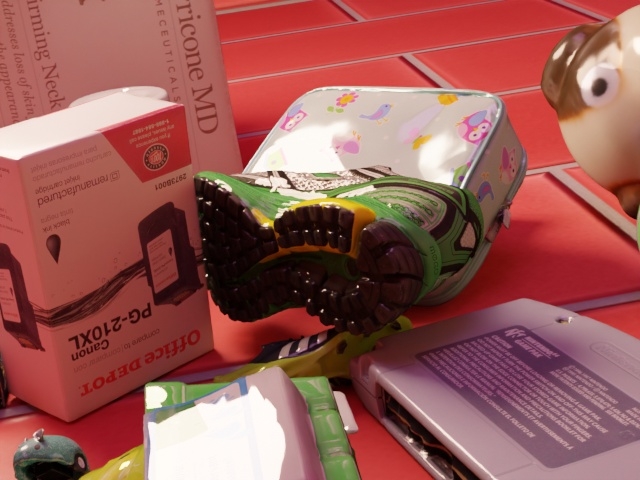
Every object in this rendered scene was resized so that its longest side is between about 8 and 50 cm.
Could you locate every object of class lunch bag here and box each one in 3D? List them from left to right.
[{"bbox_3d":[0.062,-0.056,1.197,0.279,0.108,0.224,9,54,36],"label":"lunch bag"}]

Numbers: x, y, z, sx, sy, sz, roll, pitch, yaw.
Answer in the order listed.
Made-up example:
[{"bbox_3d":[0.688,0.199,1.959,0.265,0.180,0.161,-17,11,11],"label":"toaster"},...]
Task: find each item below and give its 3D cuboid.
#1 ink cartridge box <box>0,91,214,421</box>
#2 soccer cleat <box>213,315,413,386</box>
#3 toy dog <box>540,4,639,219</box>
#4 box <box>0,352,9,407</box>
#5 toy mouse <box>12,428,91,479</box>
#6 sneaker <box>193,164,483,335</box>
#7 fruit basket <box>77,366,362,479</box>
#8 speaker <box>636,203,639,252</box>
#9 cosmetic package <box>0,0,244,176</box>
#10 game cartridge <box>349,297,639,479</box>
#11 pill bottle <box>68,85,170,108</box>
[{"bbox_3d":[-0.195,0.011,1.037,0.100,0.237,0.172,16,30,42],"label":"ink cartridge box"},{"bbox_3d":[-0.006,0.097,0.991,0.178,0.060,0.072,-21,25,-25],"label":"soccer cleat"},{"bbox_3d":[0.434,-0.196,1.284,0.407,0.285,0.395,-25,-6,-24],"label":"toy dog"},{"bbox_3d":[-0.401,0.108,1.101,0.232,0.059,0.183,-9,20,-6],"label":"box"},{"bbox_3d":[-0.200,0.162,0.800,0.143,0.161,0.031,0,52,-25],"label":"toy mouse"},{"bbox_3d":[0.000,0.000,1.042,0.146,0.134,0.343,-21,20,-35],"label":"sneaker"},{"bbox_3d":[-0.132,0.195,0.623,0.353,0.166,0.327,-12,20,-3],"label":"fruit basket"},{"bbox_3d":[0.340,0.029,0.953,0.131,0.131,0.296,-6,20,3],"label":"speaker"},{"bbox_3d":[-0.354,-0.226,1.601,0.393,0.330,0.327,-15,21,-16],"label":"cosmetic package"},{"bbox_3d":[0.165,0.124,0.866,0.196,0.060,0.294,-18,22,-16],"label":"game cartridge"},{"bbox_3d":[-0.207,-0.067,1.322,0.112,0.187,0.112,-7,20,3],"label":"pill bottle"}]
